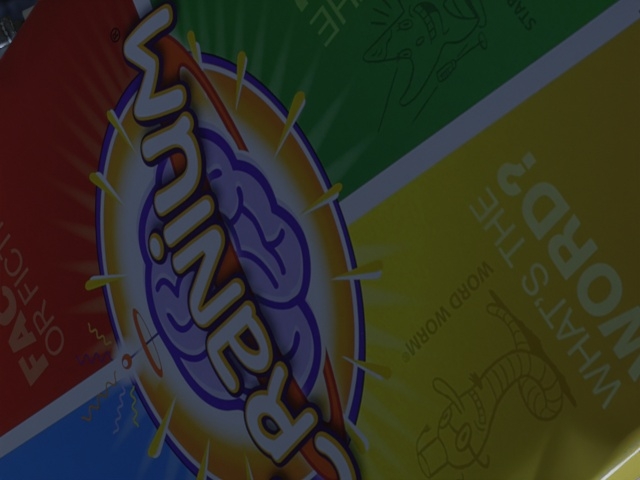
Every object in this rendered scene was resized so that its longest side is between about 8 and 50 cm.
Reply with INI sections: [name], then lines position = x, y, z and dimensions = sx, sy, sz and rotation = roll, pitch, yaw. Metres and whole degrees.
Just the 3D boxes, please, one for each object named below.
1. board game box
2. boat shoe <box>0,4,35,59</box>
[board game box]
position = 0.000, 0.000, 0.493
dimensions = 0.064, 0.242, 0.316
rotation = -1, 140, -47
[boat shoe]
position = -0.213, -0.052, 1.340
dimensions = 0.091, 0.305, 0.109
rotation = -23, -132, -10
